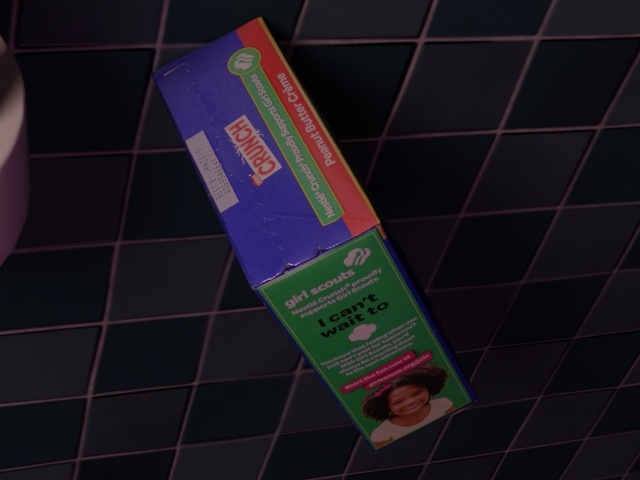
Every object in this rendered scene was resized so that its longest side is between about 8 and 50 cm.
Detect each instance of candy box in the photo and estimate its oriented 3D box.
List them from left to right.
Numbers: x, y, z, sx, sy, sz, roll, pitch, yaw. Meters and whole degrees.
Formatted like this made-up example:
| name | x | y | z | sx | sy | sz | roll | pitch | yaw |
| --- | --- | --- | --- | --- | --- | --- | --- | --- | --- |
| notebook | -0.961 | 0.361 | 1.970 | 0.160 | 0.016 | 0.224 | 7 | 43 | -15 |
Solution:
| name | x | y | z | sx | sy | sz | roll | pitch | yaw |
| --- | --- | --- | --- | --- | --- | --- | --- | --- | --- |
| candy box | 0.000 | 0.000 | 1.253 | 0.122 | 0.268 | 0.317 | -30 | 142 | 4 |

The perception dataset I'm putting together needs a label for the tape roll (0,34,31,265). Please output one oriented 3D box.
| name | x | y | z | sx | sy | sz | roll | pitch | yaw |
| --- | --- | --- | --- | --- | --- | --- | --- | --- | --- |
| tape roll | -0.347 | -0.064 | 0.989 | 0.286 | 0.286 | 0.100 | -10 | 140 | -16 |
